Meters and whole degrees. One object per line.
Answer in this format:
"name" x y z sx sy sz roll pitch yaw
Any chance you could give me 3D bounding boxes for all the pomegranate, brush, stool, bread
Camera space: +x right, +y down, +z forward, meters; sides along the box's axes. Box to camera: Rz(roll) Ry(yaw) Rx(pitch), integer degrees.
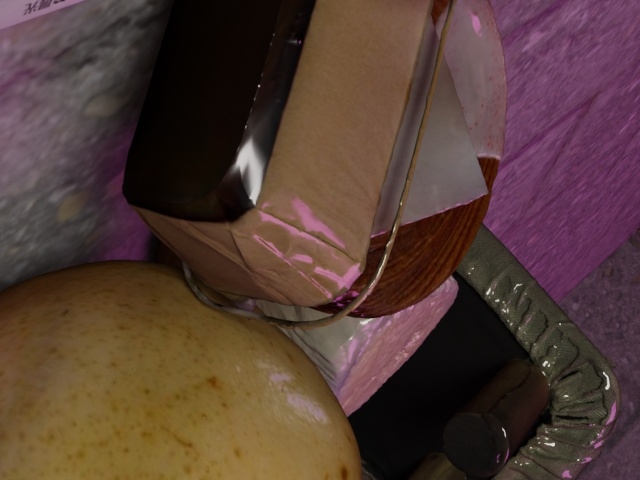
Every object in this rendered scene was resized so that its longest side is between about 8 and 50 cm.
"pomegranate" -0.124 0.168 0.659 0.319 0.319 0.319 -42 164 -15
"brush" 0.000 0.000 0.825 0.174 0.166 0.267 -38 160 -26
"stool" 0.060 0.152 1.118 0.226 0.310 0.310 -14 144 -50
"bread" 0.014 -0.062 0.626 0.212 0.142 0.224 26 78 -52

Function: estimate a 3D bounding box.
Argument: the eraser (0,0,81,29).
"eraser" -0.125 -0.107 0.475 0.122 0.029 0.052 -33 160 -40
